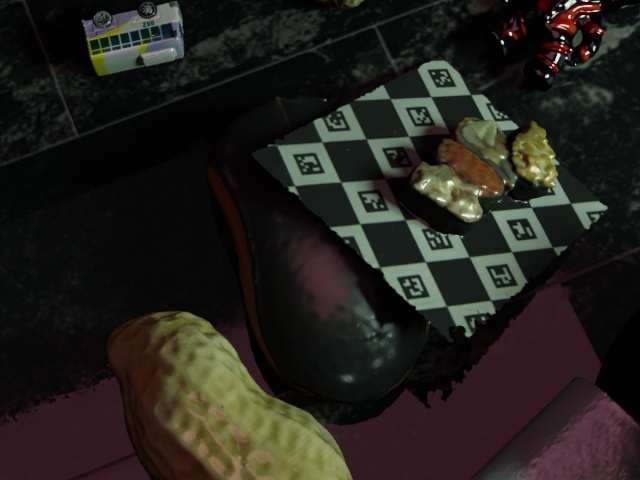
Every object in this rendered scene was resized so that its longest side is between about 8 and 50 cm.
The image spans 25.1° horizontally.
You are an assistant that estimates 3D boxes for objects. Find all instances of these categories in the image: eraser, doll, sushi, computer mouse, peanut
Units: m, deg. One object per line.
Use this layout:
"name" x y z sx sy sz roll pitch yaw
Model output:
"eraser" 0.218 0.260 1.309 0.227 0.081 0.174 -41 76 -15
"doll" 0.282 -0.270 1.507 0.127 0.088 0.249 41 83 -8
"sushi" 0.126 -0.066 1.377 0.264 0.050 0.290 44 49 14
"computer mouse" 0.001 -0.001 1.387 0.183 0.116 0.323 -14 70 -12
"peanut" -0.078 0.187 1.306 0.153 0.140 0.325 -28 67 -29

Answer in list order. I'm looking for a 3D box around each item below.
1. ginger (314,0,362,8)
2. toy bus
"ginger" -0.021 -0.308 1.525 0.290 0.084 0.122 8 48 6
"toy bus" -0.191 -0.209 1.492 0.102 0.052 0.058 -12 73 -3
